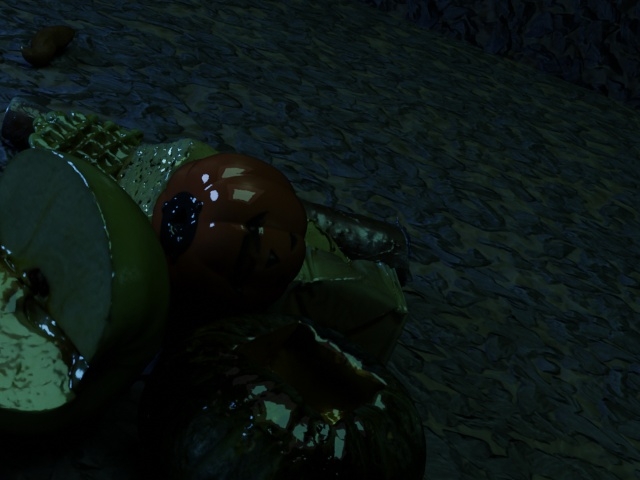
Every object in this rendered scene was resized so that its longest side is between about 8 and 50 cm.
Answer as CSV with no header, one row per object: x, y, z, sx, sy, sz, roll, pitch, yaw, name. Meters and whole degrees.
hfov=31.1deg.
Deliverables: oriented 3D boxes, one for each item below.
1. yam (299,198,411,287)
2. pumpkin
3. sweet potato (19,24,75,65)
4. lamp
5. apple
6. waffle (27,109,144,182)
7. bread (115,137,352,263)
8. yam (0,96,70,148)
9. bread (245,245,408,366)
-0.001,0.002,1.792,0.280,0.131,0.131,14,25,-16,yam
-0.041,0.206,1.243,0.320,0.192,0.320,19,24,-9,pumpkin
-0.522,-0.377,2.204,0.055,0.058,0.202,62,21,-19,sweet potato
-0.099,-0.005,1.320,0.164,0.187,0.187,10,26,-41,lamp
-0.298,0.070,1.235,0.258,0.295,0.233,45,-7,23,apple
-0.348,-0.108,1.738,0.208,0.054,0.214,5,52,-26,waffle
-0.154,0.031,1.532,0.315,0.279,0.248,44,-22,-20,bread
-0.428,-0.170,1.828,0.141,0.079,0.079,21,24,-3,yam
-0.010,0.114,1.448,0.192,0.209,0.110,13,21,-20,bread
